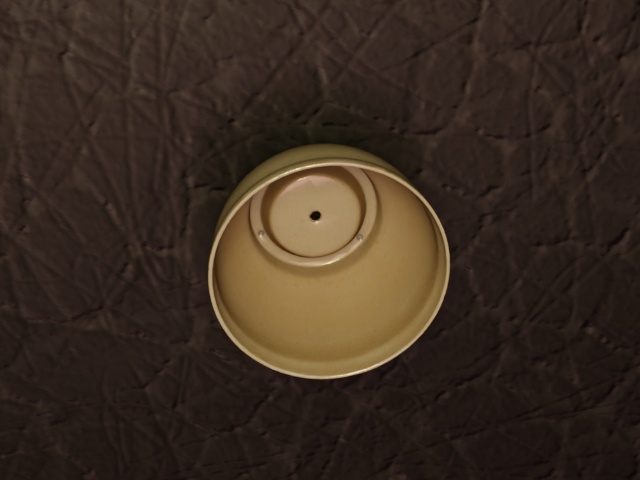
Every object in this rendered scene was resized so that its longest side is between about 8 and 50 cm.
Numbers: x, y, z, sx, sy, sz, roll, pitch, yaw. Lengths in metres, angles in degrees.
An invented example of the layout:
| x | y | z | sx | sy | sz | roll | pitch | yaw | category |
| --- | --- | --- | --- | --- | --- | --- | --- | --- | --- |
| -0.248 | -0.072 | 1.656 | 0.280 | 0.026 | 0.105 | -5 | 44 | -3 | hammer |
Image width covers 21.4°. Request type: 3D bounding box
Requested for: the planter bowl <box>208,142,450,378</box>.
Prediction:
| x | y | z | sx | sy | sz | roll | pitch | yaw | category |
| --- | --- | --- | --- | --- | --- | --- | --- | --- | --- |
| 0.000 | 0.000 | 1.173 | 0.162 | 0.109 | 0.162 | -3 | 115 | -6 | planter bowl |
